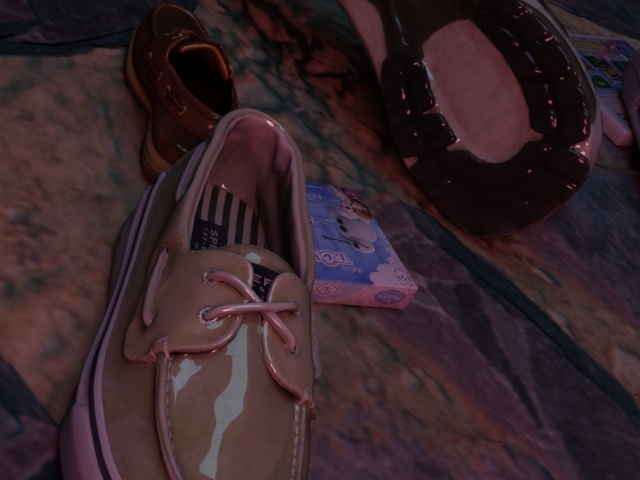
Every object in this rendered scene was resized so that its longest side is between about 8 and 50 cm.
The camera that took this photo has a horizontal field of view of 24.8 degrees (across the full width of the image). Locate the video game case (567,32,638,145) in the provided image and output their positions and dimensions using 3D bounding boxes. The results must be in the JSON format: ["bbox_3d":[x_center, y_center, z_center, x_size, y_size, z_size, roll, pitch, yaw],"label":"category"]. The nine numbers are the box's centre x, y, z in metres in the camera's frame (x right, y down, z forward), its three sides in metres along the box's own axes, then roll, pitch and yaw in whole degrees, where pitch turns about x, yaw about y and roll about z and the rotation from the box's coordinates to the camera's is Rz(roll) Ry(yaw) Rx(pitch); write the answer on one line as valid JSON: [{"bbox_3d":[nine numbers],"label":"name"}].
[{"bbox_3d":[0.265,-0.134,1.285,0.157,0.019,0.143,-4,45,-44],"label":"video game case"}]

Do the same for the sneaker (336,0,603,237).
[{"bbox_3d":[0.085,-0.189,1.045,0.182,0.158,0.410,11,57,-67],"label":"sneaker"}]

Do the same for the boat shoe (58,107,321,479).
[{"bbox_3d":[-0.051,0.042,0.661,0.109,0.094,0.302,19,32,-20],"label":"boat shoe"}]

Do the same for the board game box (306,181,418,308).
[{"bbox_3d":[0.000,0.000,0.844,0.090,0.020,0.090,6,40,-37],"label":"board game box"}]

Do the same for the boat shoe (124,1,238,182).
[{"bbox_3d":[-0.076,-0.097,0.876,0.064,0.060,0.178,17,33,-24],"label":"boat shoe"}]

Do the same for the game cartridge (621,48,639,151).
[{"bbox_3d":[0.352,-0.029,1.157,0.196,0.060,0.294,19,37,-17],"label":"game cartridge"}]
